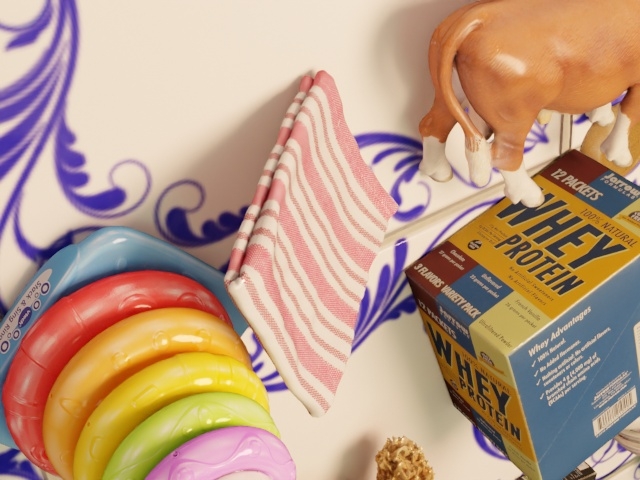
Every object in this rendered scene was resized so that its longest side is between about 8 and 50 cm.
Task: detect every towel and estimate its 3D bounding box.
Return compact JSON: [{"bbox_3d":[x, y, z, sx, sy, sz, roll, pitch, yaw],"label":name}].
[{"bbox_3d":[0.000,0.000,0.659,0.144,0.029,0.197,60,37,-41],"label":"towel"}]

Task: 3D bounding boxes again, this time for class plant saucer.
[{"bbox_3d":[0.272,-0.085,0.887,0.083,0.015,0.083,-18,127,-26],"label":"plant saucer"}]

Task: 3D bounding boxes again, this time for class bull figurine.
[{"bbox_3d":[0.209,-0.139,0.742,0.310,0.101,0.188,-16,134,-21],"label":"bull figurine"}]

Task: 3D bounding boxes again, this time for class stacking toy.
[{"bbox_3d":[-0.076,0.139,0.580,0.165,0.302,0.175,30,99,-43],"label":"stacking toy"}]

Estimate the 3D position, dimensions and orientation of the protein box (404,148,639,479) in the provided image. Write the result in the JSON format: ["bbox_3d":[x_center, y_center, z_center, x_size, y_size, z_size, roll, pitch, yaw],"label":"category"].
[{"bbox_3d":[0.212,0.070,0.858,0.199,0.136,0.201,-35,132,-12],"label":"protein box"}]

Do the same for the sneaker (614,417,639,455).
[{"bbox_3d":[0.358,0.189,1.063,0.252,0.103,0.111,4,113,-37],"label":"sneaker"}]

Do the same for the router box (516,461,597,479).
[{"bbox_3d":[0.259,0.314,1.115,0.092,0.038,0.123,-13,124,-30],"label":"router box"}]

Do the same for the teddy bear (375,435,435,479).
[{"bbox_3d":[0.023,0.291,0.901,0.337,0.113,0.245,-13,117,-20],"label":"teddy bear"}]
